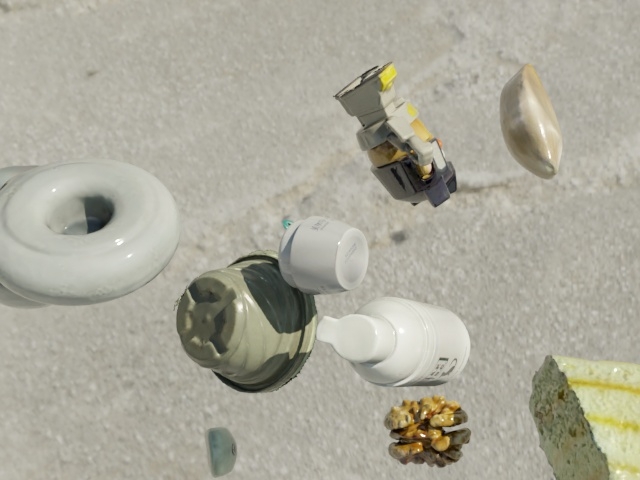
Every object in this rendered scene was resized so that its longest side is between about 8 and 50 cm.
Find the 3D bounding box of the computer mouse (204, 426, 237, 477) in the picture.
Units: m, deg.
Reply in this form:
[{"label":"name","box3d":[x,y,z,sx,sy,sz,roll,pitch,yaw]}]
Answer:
[{"label":"computer mouse","box3d":[-0.185,0.391,1.726,0.056,0.181,0.089,-2,80,-10]}]

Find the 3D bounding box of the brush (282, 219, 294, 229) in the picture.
[{"label":"brush","box3d":[0.000,0.000,2.147,0.193,0.032,0.043,32,41,-14]}]

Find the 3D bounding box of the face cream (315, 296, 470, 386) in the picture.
[{"label":"face cream","box3d":[0.116,0.163,1.463,0.145,0.370,0.145,-3,82,25]}]

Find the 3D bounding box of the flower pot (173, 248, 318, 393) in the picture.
[{"label":"flower pot","box3d":[-0.132,0.124,1.447,0.236,0.141,0.235,-8,76,37]}]

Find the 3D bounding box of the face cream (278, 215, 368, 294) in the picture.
[{"label":"face cream","box3d":[0.004,0.023,1.356,0.104,0.117,0.117,6,49,34]}]

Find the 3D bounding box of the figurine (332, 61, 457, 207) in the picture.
[{"label":"figurine","box3d":[0.145,-0.188,1.749,0.143,0.308,0.308,-25,43,15]}]

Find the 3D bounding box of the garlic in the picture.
[{"label":"garlic","box3d":[0.407,-0.241,1.808,0.112,0.143,0.318,-25,35,33]}]

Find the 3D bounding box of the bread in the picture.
[{"label":"bread","box3d":[0.553,0.376,1.613,0.264,0.239,0.395,-9,59,-8]}]

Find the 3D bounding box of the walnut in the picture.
[{"label":"walnut","box3d":[0.206,0.376,1.802,0.170,0.069,0.142,-12,86,16]}]

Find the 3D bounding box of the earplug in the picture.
[{"label":"earplug","box3d":[-0.298,0.000,1.060,0.326,0.175,0.214,2,31,46]}]
